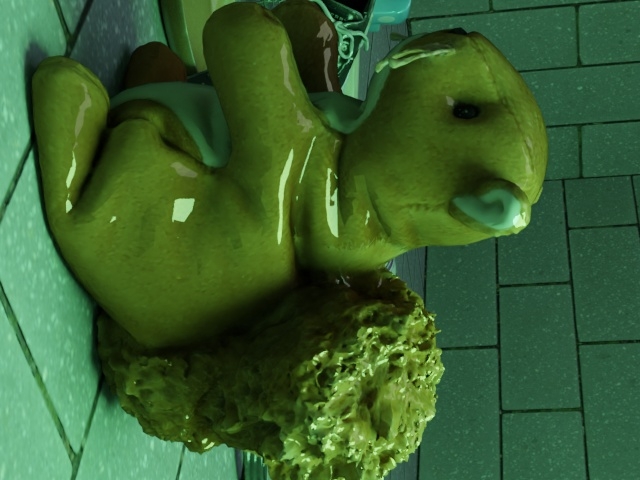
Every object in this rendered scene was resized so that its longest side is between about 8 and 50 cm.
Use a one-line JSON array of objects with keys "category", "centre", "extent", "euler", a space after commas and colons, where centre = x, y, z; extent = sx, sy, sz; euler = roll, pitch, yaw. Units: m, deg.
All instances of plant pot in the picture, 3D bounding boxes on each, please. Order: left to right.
[{"category": "plant pot", "centre": [-0.132, -0.266, 1.366], "extent": [0.236, 0.032, 0.236], "euler": [-2, 90, -81]}]

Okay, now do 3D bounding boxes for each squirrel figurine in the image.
[{"category": "squirrel figurine", "centre": [0.000, 0.000, 1.039], "extent": [0.281, 0.371, 0.396], "euler": [-22, 108, -80]}]

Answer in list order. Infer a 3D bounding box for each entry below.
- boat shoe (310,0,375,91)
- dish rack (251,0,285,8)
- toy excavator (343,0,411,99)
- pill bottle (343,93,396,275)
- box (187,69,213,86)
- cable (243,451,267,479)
[{"category": "boat shoe", "centre": [0.020, -0.295, 1.757], "extent": [0.306, 0.113, 0.105], "euler": [-62, -175, -7]}, {"category": "dish rack", "centre": [-0.079, -0.334, 1.595], "extent": [0.208, 0.074, 0.271], "euler": [-80, 166, -48]}, {"category": "toy excavator", "centre": [0.051, -0.389, 2.045], "extent": [0.445, 0.222, 0.432], "euler": [82, 8, -80]}, {"category": "pill bottle", "centre": [-0.001, -0.050, 1.656], "extent": [0.301, 0.169, 0.169], "euler": [78, 13, -45]}, {"category": "box", "centre": [-0.048, 0.011, 1.345], "extent": [0.293, 0.073, 0.295], "euler": [42, 31, -59]}, {"category": "cable", "centre": [-0.091, 0.145, 1.489], "extent": [0.139, 0.072, 0.287], "euler": [-114, -152, -67]}]
